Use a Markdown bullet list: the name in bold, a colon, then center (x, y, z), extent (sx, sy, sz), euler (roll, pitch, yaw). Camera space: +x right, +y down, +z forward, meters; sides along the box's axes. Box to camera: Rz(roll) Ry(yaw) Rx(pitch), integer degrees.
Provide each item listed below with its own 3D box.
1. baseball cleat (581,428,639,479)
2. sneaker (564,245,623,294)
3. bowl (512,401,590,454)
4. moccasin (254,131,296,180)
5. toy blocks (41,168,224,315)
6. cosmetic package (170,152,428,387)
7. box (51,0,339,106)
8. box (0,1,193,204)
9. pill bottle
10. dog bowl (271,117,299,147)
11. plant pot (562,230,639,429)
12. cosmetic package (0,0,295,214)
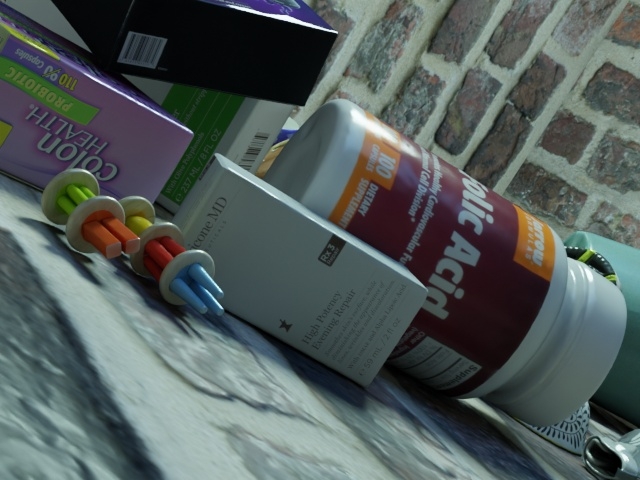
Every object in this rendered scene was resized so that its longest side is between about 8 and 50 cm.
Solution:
- **baseball cleat**: center (0.375, 0.263, 1.548), extent (0.109, 0.072, 0.206), euler (26, 3, 0)
- **sneaker**: center (0.288, 0.080, 1.971), extent (0.385, 0.145, 0.147), euler (10, -16, 31)
- **bowl**: center (0.287, 0.195, 1.605), extent (0.170, 0.080, 0.170), euler (32, 7, -4)
- **moccasin**: center (-0.012, -0.087, 1.743), extent (0.147, 0.139, 0.380), euler (12, 26, 31)
- **toy blocks**: center (-0.148, 0.007, 1.023), extent (0.123, 0.054, 0.148), euler (27, 9, -48)
- **cosmetic package**: center (-0.028, 0.028, 1.169), extent (0.231, 0.117, 0.085), euler (29, 6, -18)
- **box**: center (-0.140, -0.248, 1.346), extent (0.261, 0.103, 0.184), euler (5, 30, -41)
- **box**: center (-0.281, -0.140, 1.225), extent (0.213, 0.117, 0.243), euler (28, 8, -39)
- **pill bottle**: center (0.123, 0.036, 1.360), extent (0.392, 0.224, 0.224), euler (30, 7, -17)
- **dog bowl**: center (-0.168, -0.166, 1.822), extent (0.265, 0.104, 0.265), euler (22, 13, -5)
- **plant pot**: center (0.541, 0.160, 2.129), extent (0.334, 0.341, 0.341), euler (24, 7, -6)
- **cosmetic package**: center (-0.235, -0.197, 1.533), extent (0.366, 0.197, 0.155), euler (32, 10, 12)
